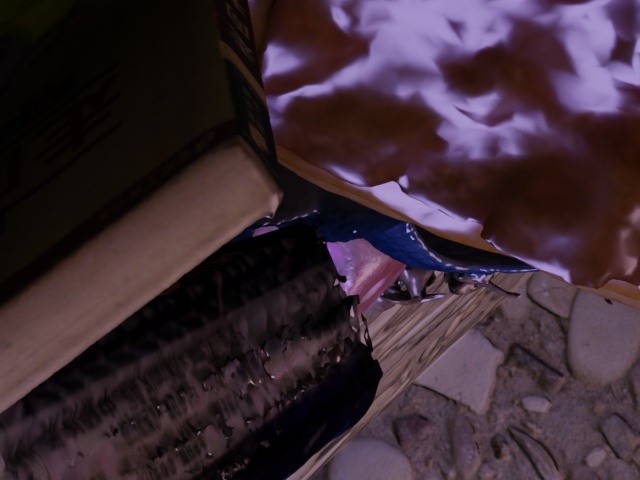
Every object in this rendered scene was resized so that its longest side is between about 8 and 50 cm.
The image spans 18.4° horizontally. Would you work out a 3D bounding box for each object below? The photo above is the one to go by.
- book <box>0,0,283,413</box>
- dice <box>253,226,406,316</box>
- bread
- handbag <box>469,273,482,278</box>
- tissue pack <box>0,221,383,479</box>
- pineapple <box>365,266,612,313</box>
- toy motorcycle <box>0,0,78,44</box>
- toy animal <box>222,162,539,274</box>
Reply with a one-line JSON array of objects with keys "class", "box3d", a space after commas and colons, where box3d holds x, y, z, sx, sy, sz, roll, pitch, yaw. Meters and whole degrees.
[{"class": "book", "box3d": [-0.087, -0.026, 0.509, 0.161, 0.026, 0.231, -36, -152, 13]}, {"class": "dice", "box3d": [0.000, 0.000, 1.205, 0.094, 0.091, 0.093, -51, 168, 26]}, {"class": "bread", "box3d": [0.141, -0.151, 0.622, 0.191, 0.314, 0.370, -66, -179, -46]}, {"class": "handbag", "box3d": [0.086, -0.092, 1.029, 0.057, 0.144, 0.221, -36, 166, -49]}, {"class": "tissue pack", "box3d": [-0.138, 0.098, 0.804, 0.245, 0.123, 0.332, -21, -178, 24]}, {"class": "pineapple", "box3d": [0.113, -0.037, 1.302, 0.272, 0.262, 0.262, -24, -179, 28]}, {"class": "toy motorcycle", "box3d": [-0.061, -0.100, 0.406, 0.342, 0.142, 0.206, -45, 173, -6]}, {"class": "toy animal", "box3d": [0.008, -0.022, 0.979, 0.255, 0.239, 0.176, -137, -122, -61]}]
